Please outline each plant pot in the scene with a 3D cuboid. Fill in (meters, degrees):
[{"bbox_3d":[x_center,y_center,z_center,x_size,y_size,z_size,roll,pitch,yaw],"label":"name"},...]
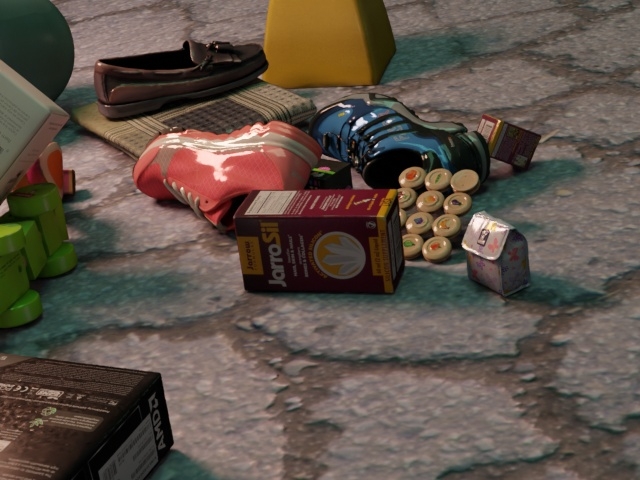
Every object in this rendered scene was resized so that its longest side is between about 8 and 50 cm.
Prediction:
[{"bbox_3d":[-0.569,-0.322,2.140,0.293,0.293,0.235,10,14,33],"label":"plant pot"},{"bbox_3d":[0.009,-0.398,2.236,0.212,0.187,0.212,-1,27,14],"label":"plant pot"}]

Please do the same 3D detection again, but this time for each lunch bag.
[{"bbox_3d":[0.202,0.013,1.437,0.053,0.083,0.071,-20,29,-26],"label":"lunch bag"}]

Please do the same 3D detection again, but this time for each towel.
[{"bbox_3d":[-0.216,-0.205,2.065,0.312,0.056,0.324,-24,32,-25],"label":"towel"}]

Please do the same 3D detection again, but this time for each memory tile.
[{"bbox_3d":[0.132,-0.036,1.570,0.113,0.012,0.148,8,54,27],"label":"memory tile"}]

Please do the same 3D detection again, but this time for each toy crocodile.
[{"bbox_3d":[-0.388,0.018,1.548,0.105,0.115,0.340,-7,23,11],"label":"toy crocodile"}]

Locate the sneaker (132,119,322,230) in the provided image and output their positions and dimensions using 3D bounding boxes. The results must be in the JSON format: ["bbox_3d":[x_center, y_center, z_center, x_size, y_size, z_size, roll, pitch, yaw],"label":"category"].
[{"bbox_3d":[-0.149,-0.077,1.690,0.314,0.116,0.136,-6,58,37],"label":"sneaker"}]

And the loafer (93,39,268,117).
[{"bbox_3d":[-0.229,-0.287,2.059,0.303,0.095,0.109,-19,30,-19],"label":"loafer"}]

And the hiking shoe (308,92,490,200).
[{"bbox_3d":[0.084,-0.131,1.737,0.304,0.113,0.132,16,33,39],"label":"hiking shoe"}]

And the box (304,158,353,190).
[{"bbox_3d":[-0.005,-0.079,1.723,0.083,0.052,0.062,11,31,36],"label":"box"}]

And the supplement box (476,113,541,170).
[{"bbox_3d":[0.258,-0.137,1.733,0.083,0.055,0.043,16,9,-34],"label":"supplement box"}]

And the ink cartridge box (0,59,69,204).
[{"bbox_3d":[-0.490,-0.113,1.565,0.283,0.207,0.117,-51,1,3],"label":"ink cartridge box"}]

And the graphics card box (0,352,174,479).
[{"bbox_3d":[-0.317,0.233,1.096,0.233,0.094,0.371,3,28,21],"label":"graphics card box"}]

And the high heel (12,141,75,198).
[{"bbox_3d":[-0.418,-0.095,1.752,0.117,0.082,0.244,0,1,-4],"label":"high heel"}]

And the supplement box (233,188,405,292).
[{"bbox_3d":[0.000,0.000,1.492,0.188,0.104,0.081,0,26,16],"label":"supplement box"}]
